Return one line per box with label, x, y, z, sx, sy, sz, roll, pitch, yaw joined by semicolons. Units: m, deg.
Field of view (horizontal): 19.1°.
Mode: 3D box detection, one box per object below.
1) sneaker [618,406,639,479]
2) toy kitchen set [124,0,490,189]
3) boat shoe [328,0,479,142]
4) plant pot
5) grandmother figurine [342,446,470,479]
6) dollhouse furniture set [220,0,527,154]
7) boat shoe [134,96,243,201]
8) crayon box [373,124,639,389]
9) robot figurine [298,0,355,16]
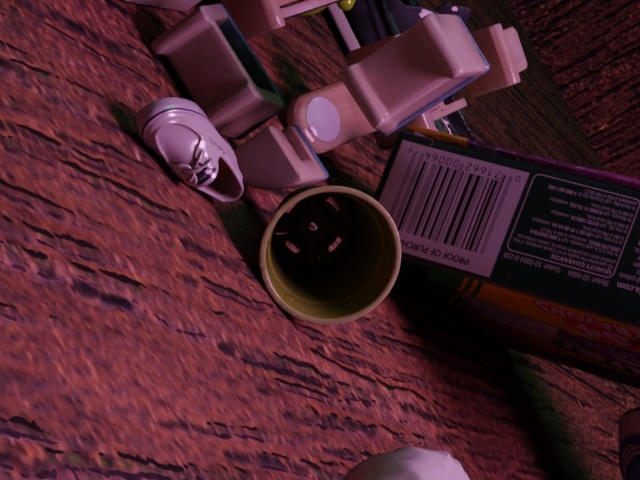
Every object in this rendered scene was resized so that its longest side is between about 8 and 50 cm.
sneaker;0.295;0.258;1.512;0.330;0.129;0.147;56;39;-53
toy kitchen set;-0.014;-0.150;1.207;0.207;0.166;0.122;58;14;4
boat shoe;0.083;-0.200;1.770;0.340;0.113;0.127;60;14;13
plant pot;0.000;0.000;1.138;0.083;0.083;0.079;53;1;-16
grandmother figurine;0.106;0.250;0.886;0.342;0.104;0.208;60;5;-1
dollhouse furniture set;0.101;-0.233;1.281;0.174;0.355;0.303;-26;98;-46
boat shoe;-0.070;-0.048;1.070;0.035;0.035;0.100;61;7;28
crayon box;0.256;0.049;1.403;0.363;0.106;0.313;17;-10;30
robot figurine;-0.015;-0.225;1.581;0.101;0.067;0.115;27;20;-7
